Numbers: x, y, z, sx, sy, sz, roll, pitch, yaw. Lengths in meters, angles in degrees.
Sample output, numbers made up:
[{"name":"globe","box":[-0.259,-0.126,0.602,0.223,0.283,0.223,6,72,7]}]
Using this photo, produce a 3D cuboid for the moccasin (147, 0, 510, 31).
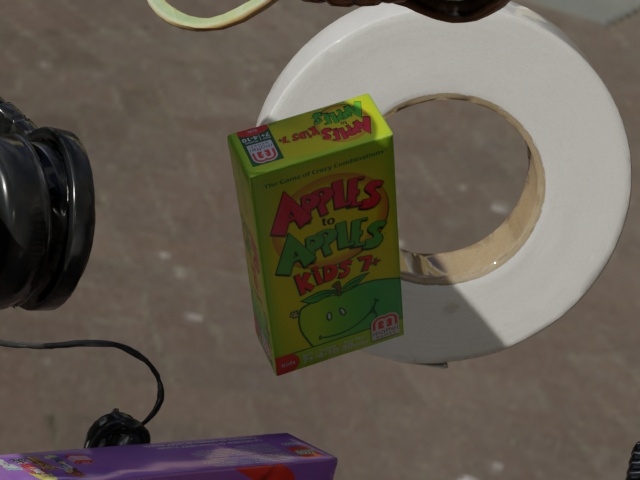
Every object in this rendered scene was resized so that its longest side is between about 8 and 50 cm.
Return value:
[{"name":"moccasin","box":[0.017,-0.137,0.614,0.139,0.147,0.380,8,3,8]}]

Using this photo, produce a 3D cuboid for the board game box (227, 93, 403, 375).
[{"name":"board game box","box":[0.000,0.000,1.115,0.092,0.181,0.043,-17,47,-11]}]

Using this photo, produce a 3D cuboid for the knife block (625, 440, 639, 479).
[{"name":"knife block","box":[0.357,0.196,1.309,0.275,0.242,0.088,11,31,13]}]

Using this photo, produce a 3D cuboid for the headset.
[{"name":"headset","box":[-0.259,0.021,1.195,0.394,0.185,0.243,43,36,20]}]

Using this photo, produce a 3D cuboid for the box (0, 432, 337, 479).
[{"name":"box","box":[-0.126,0.229,1.097,0.293,0.201,0.057,2,13,-45]}]

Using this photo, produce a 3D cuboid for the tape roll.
[{"name":"tape roll","box":[0.120,-0.059,1.793,0.392,0.392,0.072,10,23,-8]}]
